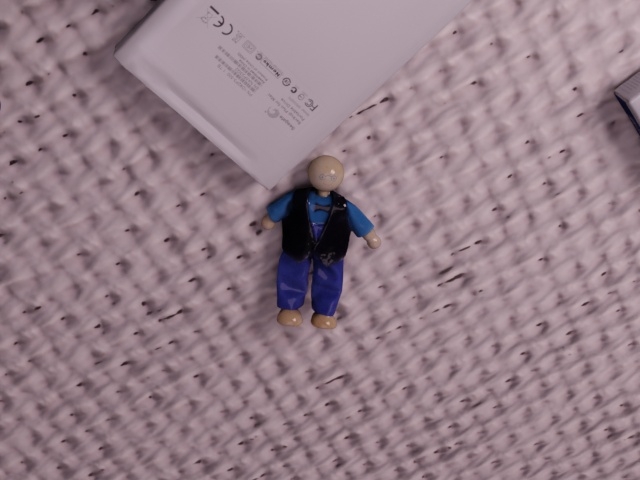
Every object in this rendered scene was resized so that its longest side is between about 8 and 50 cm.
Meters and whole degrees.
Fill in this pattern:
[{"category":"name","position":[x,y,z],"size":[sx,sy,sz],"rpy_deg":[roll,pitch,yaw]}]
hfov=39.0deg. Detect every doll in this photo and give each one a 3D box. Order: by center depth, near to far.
[{"category":"doll","position":[0.000,0.000,0.956],"size":[0.129,0.046,0.189],"rpy_deg":[6,112,0]}]

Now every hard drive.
[{"category":"hard drive","position":[-0.012,-0.214,0.838],"size":[0.307,0.040,0.203],"rpy_deg":[-42,116,15]}]

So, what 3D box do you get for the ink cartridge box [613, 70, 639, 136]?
[{"category":"ink cartridge box","position":[0.452,-0.137,0.942],"size":[0.224,0.045,0.223],"rpy_deg":[-35,118,11]}]
